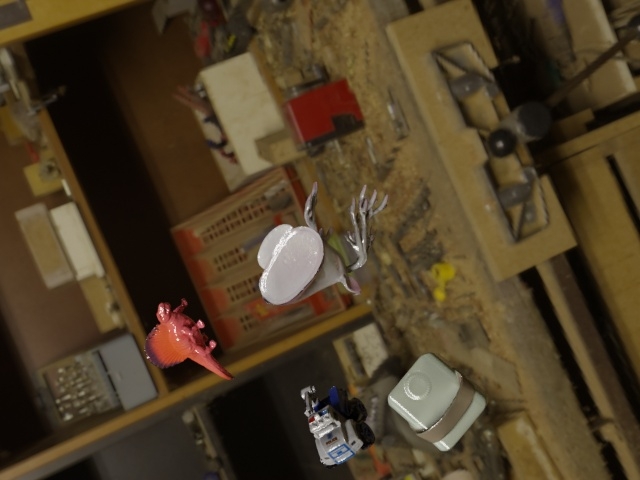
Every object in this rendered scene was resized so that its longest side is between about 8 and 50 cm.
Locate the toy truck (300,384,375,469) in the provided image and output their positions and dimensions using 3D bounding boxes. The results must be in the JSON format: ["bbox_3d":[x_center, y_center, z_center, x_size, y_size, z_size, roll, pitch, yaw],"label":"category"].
[{"bbox_3d":[0.033,0.499,2.272,0.177,0.161,0.213,48,-165,-32],"label":"toy truck"}]

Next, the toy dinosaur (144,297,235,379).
[{"bbox_3d":[-0.299,0.250,1.822,0.070,0.139,0.286,32,154,52],"label":"toy dinosaur"}]

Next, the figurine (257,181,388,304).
[{"bbox_3d":[0.012,0.006,1.869,0.316,0.206,0.284,3,-86,-67],"label":"figurine"}]

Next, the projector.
[{"bbox_3d":[0.265,0.352,1.842,0.177,0.163,0.242,39,-177,14],"label":"projector"}]
